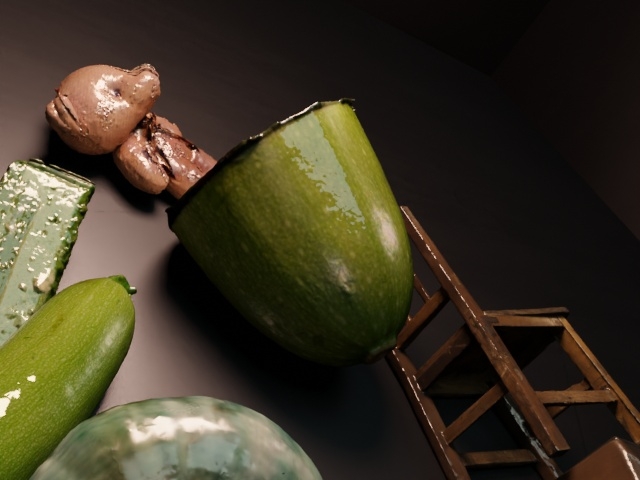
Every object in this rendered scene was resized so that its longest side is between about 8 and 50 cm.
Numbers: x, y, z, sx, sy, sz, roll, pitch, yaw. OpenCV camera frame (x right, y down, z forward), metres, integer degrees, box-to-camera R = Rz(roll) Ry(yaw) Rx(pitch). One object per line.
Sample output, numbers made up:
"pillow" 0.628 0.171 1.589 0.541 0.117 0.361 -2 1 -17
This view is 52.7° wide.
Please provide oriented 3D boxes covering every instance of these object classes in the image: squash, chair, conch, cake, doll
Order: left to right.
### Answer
"cake" -0.340 0.032 0.716 0.100 0.099 0.235 23 53 -23
"squash" -0.254 0.134 0.574 0.107 0.107 0.395 33 23 -6
"doll" -0.247 -0.166 0.979 0.303 0.156 0.201 28 24 -23
"conch" -0.099 0.228 0.527 0.277 0.220 0.196 56 27 -72
"squash" 0.002 0.018 0.881 0.309 0.310 0.310 56 32 3
"chair" 0.248 0.166 0.980 0.240 0.203 0.416 6 43 -35

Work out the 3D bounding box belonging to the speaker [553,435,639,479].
"speaker" 0.344 0.372 0.746 0.153 0.231 0.193 24 31 -21
